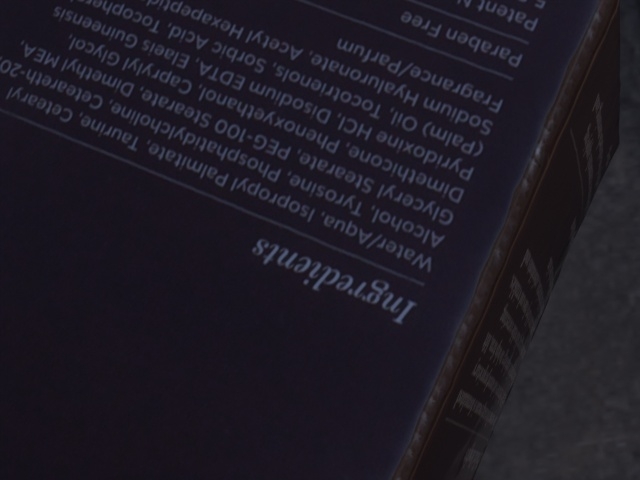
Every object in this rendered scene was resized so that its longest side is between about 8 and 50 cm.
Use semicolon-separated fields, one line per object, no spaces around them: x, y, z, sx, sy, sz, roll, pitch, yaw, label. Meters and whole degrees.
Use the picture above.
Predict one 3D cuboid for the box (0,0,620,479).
-0.019;0.007;0.452;0.167;0.168;0.203;23;84;14;box
